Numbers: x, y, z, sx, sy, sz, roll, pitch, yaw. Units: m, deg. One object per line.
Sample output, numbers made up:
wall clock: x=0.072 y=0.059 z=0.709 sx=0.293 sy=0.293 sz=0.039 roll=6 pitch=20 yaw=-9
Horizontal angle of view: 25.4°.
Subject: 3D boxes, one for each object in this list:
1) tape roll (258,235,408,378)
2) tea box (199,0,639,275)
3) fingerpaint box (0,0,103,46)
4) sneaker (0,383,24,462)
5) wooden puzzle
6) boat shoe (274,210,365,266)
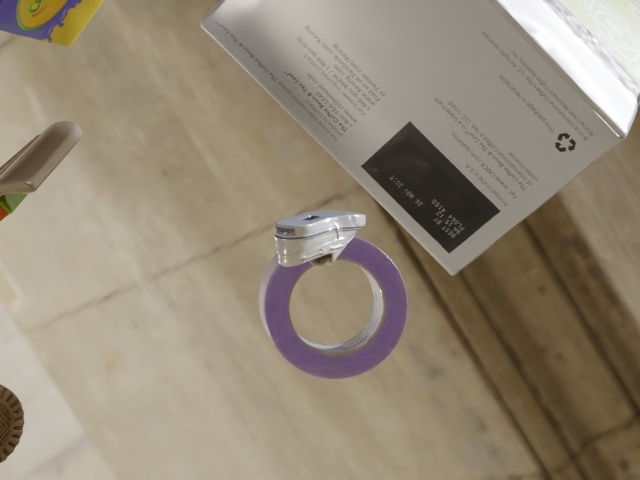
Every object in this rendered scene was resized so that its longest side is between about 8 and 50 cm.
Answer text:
tape roll: x=0.016 y=0.083 z=1.864 sx=0.189 sy=0.189 sz=0.080 roll=-32 pitch=-171 yaw=-4
tea box: x=0.121 y=-0.204 z=1.338 sx=0.220 sy=0.329 sz=0.323 roll=-41 pitch=-172 yaw=31
fingerpaint box: x=-0.304 y=-0.506 z=1.574 sx=0.445 sy=0.371 sz=0.163 roll=-51 pitch=157 yaw=17
sneaker: x=-0.378 y=0.123 z=1.044 sx=0.282 sy=0.099 sz=0.153 roll=4 pitch=-169 yaw=-38
wooden puzzle: x=-0.325 y=-0.010 z=1.273 sx=0.239 sy=0.044 sz=0.221 roll=-34 pitch=-166 yaw=13
boat shoe: x=0.000 y=0.000 z=0.972 sx=0.035 sy=0.035 sz=0.100 roll=7 pitch=-169 yaw=26
